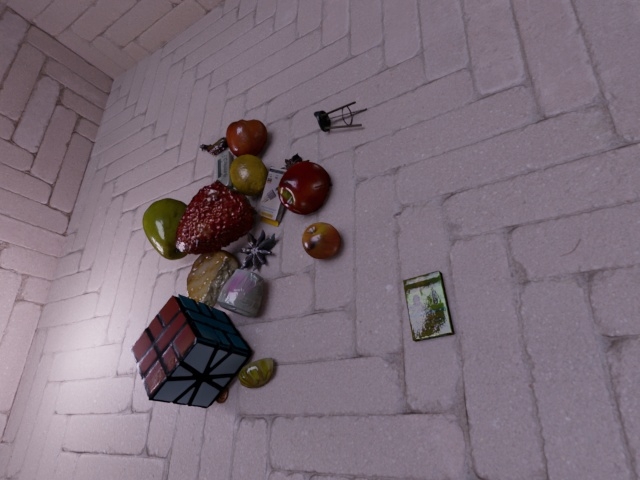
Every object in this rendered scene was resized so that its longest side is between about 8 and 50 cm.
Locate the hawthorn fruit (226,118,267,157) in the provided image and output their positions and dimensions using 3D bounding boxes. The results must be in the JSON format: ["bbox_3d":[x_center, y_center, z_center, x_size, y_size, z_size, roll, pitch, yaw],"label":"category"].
[{"bbox_3d":[-0.352,-0.465,1.966,0.197,0.197,0.225,0,94,36],"label":"hawthorn fruit"}]

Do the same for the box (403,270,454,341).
[{"bbox_3d":[0.322,0.197,1.237,0.122,0.030,0.192,-19,58,28],"label":"box"}]

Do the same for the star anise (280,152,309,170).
[{"bbox_3d":[-0.119,-0.307,1.781,0.168,0.057,0.167,-17,59,30],"label":"star anise"}]

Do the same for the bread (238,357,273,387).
[{"bbox_3d":[-0.236,0.475,1.474,0.157,0.094,0.082,-28,50,13],"label":"bread"}]

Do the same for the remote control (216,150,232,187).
[{"bbox_3d":[-0.482,-0.347,2.069,0.090,0.049,0.230,-25,57,26],"label":"remote control"}]

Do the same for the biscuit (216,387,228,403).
[{"bbox_3d":[-0.386,0.578,1.581,0.091,0.015,0.078,33,90,41],"label":"biscuit"}]

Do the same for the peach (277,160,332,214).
[{"bbox_3d":[-0.057,-0.212,1.646,0.196,0.226,0.190,47,139,7],"label":"peach"}]

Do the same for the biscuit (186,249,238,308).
[{"bbox_3d":[-0.482,0.157,1.803,0.213,0.091,0.274,36,94,38],"label":"biscuit"}]

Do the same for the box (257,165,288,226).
[{"bbox_3d":[-0.197,-0.190,1.761,0.129,0.033,0.246,19,95,40],"label":"box"}]

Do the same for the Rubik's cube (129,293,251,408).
[{"bbox_3d":[-0.483,0.417,1.542,0.293,0.289,0.283,-51,46,4],"label":"Rubik's cube"}]

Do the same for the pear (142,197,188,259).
[{"bbox_3d":[-0.716,-0.059,1.972,0.253,0.253,0.307,-39,53,15],"label":"pear"}]

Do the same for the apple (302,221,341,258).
[{"bbox_3d":[0.000,0.000,1.501,0.147,0.147,0.146,-16,60,30],"label":"apple"}]

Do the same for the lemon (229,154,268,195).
[{"bbox_3d":[-0.322,-0.293,1.854,0.170,0.170,0.207,-30,58,22],"label":"lemon"}]

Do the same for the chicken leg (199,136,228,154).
[{"bbox_3d":[-0.569,-0.509,2.211,0.254,0.051,0.105,-5,60,35],"label":"chicken leg"}]

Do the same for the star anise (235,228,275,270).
[{"bbox_3d":[-0.270,0.040,1.720,0.181,0.061,0.204,30,93,29],"label":"star anise"}]

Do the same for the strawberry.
[{"bbox_3d":[-0.452,-0.075,1.748,0.292,0.292,0.343,15,61,40],"label":"strawberry"}]

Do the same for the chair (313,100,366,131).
[{"bbox_3d":[0.076,-0.509,1.716,0.222,0.104,0.095,1,87,34],"label":"chair"}]

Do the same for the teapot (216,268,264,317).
[{"bbox_3d":[-0.304,0.205,1.633,0.164,0.221,0.178,22,73,-4],"label":"teapot"}]
